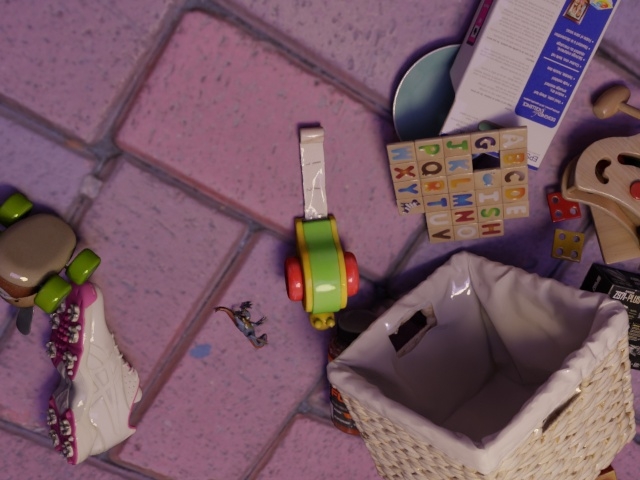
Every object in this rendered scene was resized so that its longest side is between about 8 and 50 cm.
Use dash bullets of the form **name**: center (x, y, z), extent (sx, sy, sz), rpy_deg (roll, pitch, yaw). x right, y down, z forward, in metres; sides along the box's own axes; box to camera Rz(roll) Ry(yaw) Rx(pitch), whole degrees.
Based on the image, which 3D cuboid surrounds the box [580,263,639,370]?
- **box**: center (0.524, 0.136, 1.620), extent (0.180, 0.077, 0.147), rpy_deg (12, 114, -17)

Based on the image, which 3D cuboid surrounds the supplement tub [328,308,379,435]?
- **supplement tub**: center (0.064, 0.213, 1.556), extent (0.106, 0.106, 0.198), rpy_deg (-7, 117, -8)

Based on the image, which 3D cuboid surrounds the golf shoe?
- **golf shoe**: center (-0.347, 0.197, 1.481), extent (0.140, 0.115, 0.306), rpy_deg (-9, 118, -36)

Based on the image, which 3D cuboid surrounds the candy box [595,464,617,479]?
- **candy box**: center (0.522, 0.510, 1.826), extent (0.109, 0.053, 0.186), rpy_deg (-23, 120, 0)

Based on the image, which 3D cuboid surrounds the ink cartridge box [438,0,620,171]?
- **ink cartridge box**: center (0.307, -0.297, 1.347), extent (0.176, 0.069, 0.371), rpy_deg (17, 105, -21)

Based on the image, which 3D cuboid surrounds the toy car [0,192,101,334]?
- **toy car**: center (-0.437, 0.058, 1.368), extent (0.155, 0.149, 0.188), rpy_deg (39, 126, -2)

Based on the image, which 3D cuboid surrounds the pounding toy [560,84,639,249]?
- **pounding toy**: center (0.464, -0.091, 1.420), extent (0.154, 0.155, 0.269), rpy_deg (-30, 83, -9)

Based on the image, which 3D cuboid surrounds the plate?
- **plate**: center (0.196, -0.202, 1.414), extent (0.188, 0.024, 0.188), rpy_deg (-5, 117, -10)

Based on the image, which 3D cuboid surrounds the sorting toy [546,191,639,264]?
- **sorting toy**: center (0.486, -0.036, 1.514), extent (0.274, 0.046, 0.132), rpy_deg (-13, 82, -3)

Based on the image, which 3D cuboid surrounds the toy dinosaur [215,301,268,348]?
- **toy dinosaur**: center (-0.116, 0.139, 1.531), extent (0.090, 0.047, 0.082), rpy_deg (11, 129, 20)

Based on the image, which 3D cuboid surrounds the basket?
- **basket**: center (0.254, 0.237, 1.426), extent (0.328, 0.331, 0.266), rpy_deg (-39, 125, -25)

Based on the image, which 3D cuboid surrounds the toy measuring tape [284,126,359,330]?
- **toy measuring tape**: center (0.000, 0.000, 1.429), extent (0.121, 0.121, 0.330), rpy_deg (-6, 117, -8)

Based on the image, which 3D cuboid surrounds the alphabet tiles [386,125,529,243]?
- **alphabet tiles**: center (0.211, -0.075, 1.426), extent (0.198, 0.009, 0.237), rpy_deg (-7, 141, 8)
